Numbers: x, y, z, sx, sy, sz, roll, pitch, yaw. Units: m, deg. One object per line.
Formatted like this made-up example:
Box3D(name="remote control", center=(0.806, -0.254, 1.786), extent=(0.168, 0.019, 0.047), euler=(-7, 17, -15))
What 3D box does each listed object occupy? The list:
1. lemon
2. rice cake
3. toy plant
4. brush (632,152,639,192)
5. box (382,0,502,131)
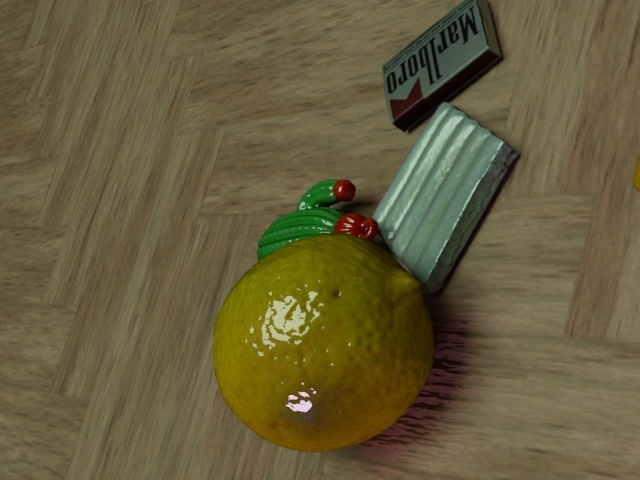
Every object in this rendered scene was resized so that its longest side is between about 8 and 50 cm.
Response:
Box3D(name="lemon", center=(0.003, 0.118, 1.318), extent=(0.267, 0.267, 0.267), euler=(-31, 47, 39))
Box3D(name="rice cake", center=(0.146, -0.060, 1.416), extent=(0.198, 0.037, 0.189), euler=(-57, 34, 12))
Box3D(name="toy plant", center=(-0.003, -0.008, 1.529), extent=(0.240, 0.088, 0.154), euler=(-42, 37, 40))
Box3D(name="brush", center=(0.375, -0.175, 1.206), extent=(0.103, 0.013, 0.272), euler=(2, 72, 54))
Box3D(name="box", center=(0.158, -0.235, 1.511), extent=(0.177, 0.036, 0.115), euler=(-36, 43, 35))
